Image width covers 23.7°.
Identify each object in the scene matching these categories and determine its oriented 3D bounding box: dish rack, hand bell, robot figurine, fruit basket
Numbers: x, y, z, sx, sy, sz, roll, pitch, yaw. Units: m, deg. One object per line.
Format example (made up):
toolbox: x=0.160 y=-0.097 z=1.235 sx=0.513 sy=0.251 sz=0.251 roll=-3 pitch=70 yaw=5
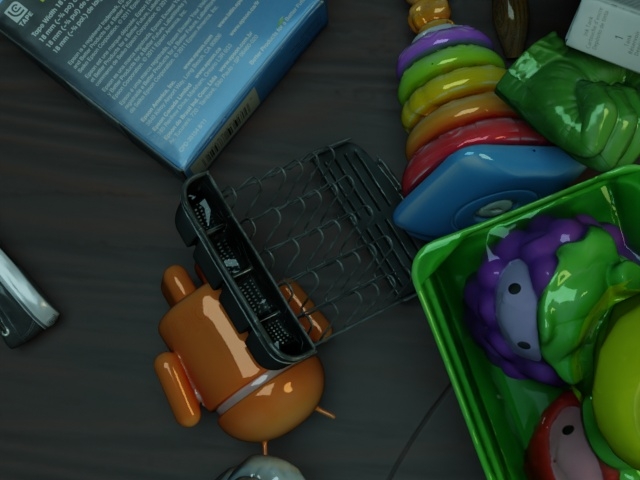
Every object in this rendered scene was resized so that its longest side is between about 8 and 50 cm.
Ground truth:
dish rack: x=0.000 y=0.000 z=1.536 sx=0.271 sy=0.074 sz=0.208 roll=-24 pitch=78 yaw=-35
hand bell: x=0.195 y=-0.315 z=1.622 sx=0.126 sy=0.126 sz=0.242 roll=-4 pitch=94 yaw=3
robot figurine: x=-0.082 y=0.114 z=1.558 sx=0.128 sy=0.158 sz=0.219 roll=-40 pitch=81 yaw=35
fruit basket: x=0.269 y=0.130 z=1.383 sx=0.283 sy=0.392 sz=0.392 roll=-21 pitch=82 yaw=0

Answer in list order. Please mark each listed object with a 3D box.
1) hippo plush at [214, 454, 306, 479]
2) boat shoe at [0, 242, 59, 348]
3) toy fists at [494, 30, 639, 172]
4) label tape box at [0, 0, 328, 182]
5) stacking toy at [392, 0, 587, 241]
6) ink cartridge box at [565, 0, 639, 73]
hippo plush: x=-0.056 y=0.365 z=1.460 sx=0.236 sy=0.294 sz=0.234 roll=45 pitch=118 yaw=-2
boat shoe: x=-0.375 y=0.020 z=1.615 sx=0.076 sy=0.080 sz=0.228 roll=-42 pitch=90 yaw=-4
toy fists: x=0.287 y=-0.149 z=1.511 sx=0.142 sy=0.279 sz=0.096 roll=44 pitch=120 yaw=10
label tape box: x=-0.193 y=-0.255 z=1.620 sx=0.334 sy=0.106 sz=0.240 roll=39 pitch=85 yaw=7
stacking toy: x=0.137 y=-0.162 z=1.579 sx=0.175 sy=0.166 sz=0.302 roll=-2 pitch=64 yaw=-31
ink cartridge box: x=0.298 y=-0.238 z=1.517 sx=0.239 sy=0.275 sz=0.060 roll=24 pitch=115 yaw=20
